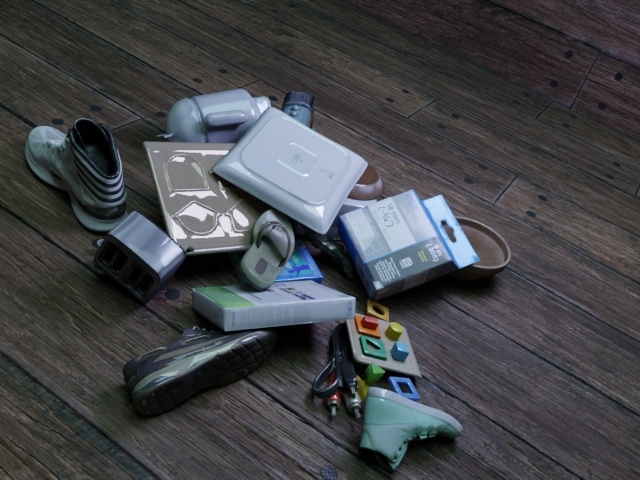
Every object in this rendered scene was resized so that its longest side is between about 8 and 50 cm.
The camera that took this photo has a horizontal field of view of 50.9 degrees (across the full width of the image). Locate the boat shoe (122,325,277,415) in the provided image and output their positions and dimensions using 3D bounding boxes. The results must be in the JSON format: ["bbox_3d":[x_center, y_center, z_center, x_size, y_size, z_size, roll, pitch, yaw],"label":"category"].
[{"bbox_3d":[-0.253,0.238,1.434,0.355,0.132,0.130,-17,49,-39],"label":"boat shoe"}]

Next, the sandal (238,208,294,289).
[{"bbox_3d":[-0.115,0.012,1.657,0.120,0.086,0.303,32,30,-12],"label":"sandal"}]

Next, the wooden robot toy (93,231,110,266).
[{"bbox_3d":[-0.512,-0.008,1.685,0.076,0.079,0.173,27,37,11],"label":"wooden robot toy"}]

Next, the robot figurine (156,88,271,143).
[{"bbox_3d":[-0.323,-0.355,2.086,0.353,0.300,0.199,-15,92,-21],"label":"robot figurine"}]

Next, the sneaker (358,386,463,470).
[{"bbox_3d":[0.188,0.423,1.440,0.256,0.094,0.151,25,70,-24],"label":"sneaker"}]

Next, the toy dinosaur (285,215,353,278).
[{"bbox_3d":[0.000,0.000,1.876,0.268,0.064,0.118,38,8,2],"label":"toy dinosaur"}]

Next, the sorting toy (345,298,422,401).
[{"bbox_3d":[0.153,0.238,1.622,0.196,0.047,0.347,21,28,-20],"label":"sorting toy"}]

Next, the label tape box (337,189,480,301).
[{"bbox_3d":[0.246,-0.006,1.835,0.334,0.106,0.240,-20,66,-11],"label":"label tape box"}]

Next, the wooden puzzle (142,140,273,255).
[{"bbox_3d":[-0.284,-0.108,1.766,0.322,0.080,0.348,-5,63,-37],"label":"wooden puzzle"}]

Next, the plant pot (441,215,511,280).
[{"bbox_3d":[0.430,0.042,1.988,0.237,0.109,0.237,11,37,-8],"label":"plant pot"}]

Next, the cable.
[{"bbox_3d":[0.045,0.300,1.566,0.139,0.072,0.287,-6,27,-3],"label":"cable"}]

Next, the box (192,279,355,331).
[{"bbox_3d":[-0.113,0.147,1.573,0.322,0.058,0.232,-1,7,-27],"label":"box"}]

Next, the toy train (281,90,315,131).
[{"bbox_3d":[-0.087,-0.338,2.170,0.142,0.190,0.334,5,40,6],"label":"toy train"}]

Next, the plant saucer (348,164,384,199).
[{"bbox_3d":[0.100,-0.191,1.983,0.199,0.036,0.198,12,37,-9],"label":"plant saucer"}]

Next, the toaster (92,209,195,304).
[{"bbox_3d":[-0.415,0.038,1.560,0.168,0.185,0.110,41,44,-4],"label":"toaster"}]

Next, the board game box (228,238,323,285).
[{"bbox_3d":[-0.120,0.068,1.776,0.210,0.047,0.160,-3,41,-27],"label":"board game box"}]

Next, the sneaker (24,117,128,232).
[{"bbox_3d":[-0.640,-0.245,1.787,0.169,0.257,0.447,-21,51,-40],"label":"sneaker"}]

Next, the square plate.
[{"bbox_3d":[-0.067,-0.215,1.856,0.344,0.049,0.347,30,48,2],"label":"square plate"}]

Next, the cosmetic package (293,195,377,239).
[{"bbox_3d":[0.035,-0.122,2.010,0.224,0.138,0.224,8,39,-14],"label":"cosmetic package"}]
